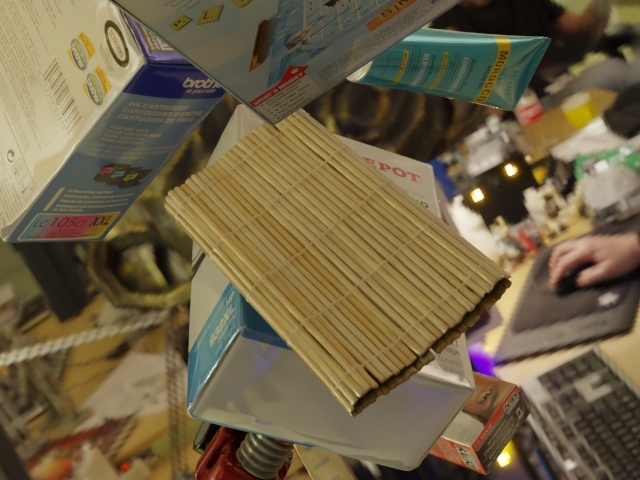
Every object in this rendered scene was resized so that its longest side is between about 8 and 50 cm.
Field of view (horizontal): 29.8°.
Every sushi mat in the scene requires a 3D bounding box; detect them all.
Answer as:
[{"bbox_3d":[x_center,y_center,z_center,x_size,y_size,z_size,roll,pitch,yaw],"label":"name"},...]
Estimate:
[{"bbox_3d":[0.000,0.000,0.954,0.151,0.019,0.316,-39,45,-8],"label":"sushi mat"}]

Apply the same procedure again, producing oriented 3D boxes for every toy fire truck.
[{"bbox_3d":[-0.043,0.249,1.407,0.217,0.159,0.246,-57,11,16],"label":"toy fire truck"}]

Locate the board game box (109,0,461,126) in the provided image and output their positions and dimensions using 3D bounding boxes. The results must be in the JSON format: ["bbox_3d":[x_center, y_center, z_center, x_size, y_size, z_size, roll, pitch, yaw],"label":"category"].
[{"bbox_3d":[0.038,-0.210,0.662,0.319,0.066,0.318,-33,-17,8],"label":"board game box"}]

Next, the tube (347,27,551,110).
[{"bbox_3d":[0.115,-0.159,1.084,0.207,0.052,0.080,1,-47,-34],"label":"tube"}]

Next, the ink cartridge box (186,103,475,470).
[{"bbox_3d":[0.002,0.036,1.126,0.307,0.223,0.129,-95,27,-48],"label":"ink cartridge box"}]

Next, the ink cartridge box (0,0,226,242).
[{"bbox_3d":[-0.254,-0.212,1.337,0.151,0.270,0.395,-6,-29,-45],"label":"ink cartridge box"}]

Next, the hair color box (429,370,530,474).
[{"bbox_3d":[0.136,0.187,1.331,0.167,0.053,0.093,13,53,45],"label":"hair color box"}]
